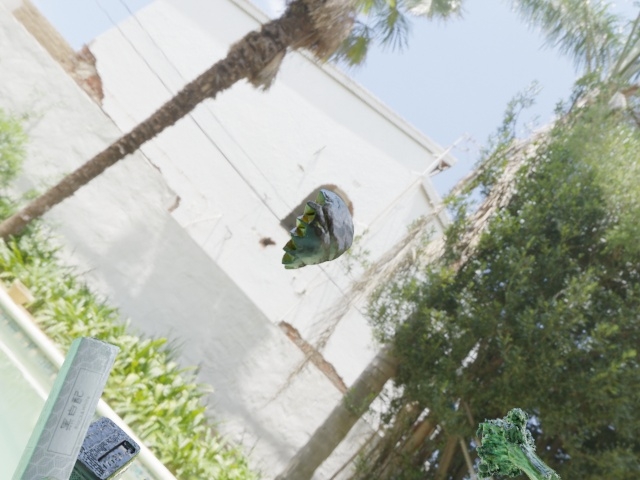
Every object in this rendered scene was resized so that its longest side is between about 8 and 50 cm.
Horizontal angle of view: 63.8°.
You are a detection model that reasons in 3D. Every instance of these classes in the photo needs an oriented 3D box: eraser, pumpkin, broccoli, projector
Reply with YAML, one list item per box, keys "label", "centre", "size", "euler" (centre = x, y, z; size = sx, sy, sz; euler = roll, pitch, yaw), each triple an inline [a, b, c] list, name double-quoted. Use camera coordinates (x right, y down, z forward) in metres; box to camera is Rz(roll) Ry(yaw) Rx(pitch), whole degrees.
- label: "eraser"
  centre: [-0.575, 0.419, 1.137]
  size: [0.096, 0.404, 0.098]
  euler: [31, -33, -30]
- label: "pumpkin"
  centre: [0.000, 0.000, 1.408]
  size: [0.149, 0.254, 0.130]
  euler: [27, 12, 12]
- label: "broccoli"
  centre: [0.593, 0.596, 1.494]
  size: [0.177, 0.198, 0.275]
  euler: [21, -17, -14]
- label: "projector"
  centre: [-0.886, 0.855, 1.792]
  size: [0.242, 0.405, 0.395]
  euler: [40, -4, 6]

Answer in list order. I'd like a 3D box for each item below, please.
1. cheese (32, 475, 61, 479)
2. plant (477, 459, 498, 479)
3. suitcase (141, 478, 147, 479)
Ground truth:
- label: "cheese"
  centre: [-0.441, 0.516, 0.896]
  size: [0.266, 0.127, 0.233]
  euler: [-10, -50, 48]
- label: "plant"
  centre: [0.609, 0.801, 1.828]
  size: [0.087, 0.085, 0.174]
  euler: [42, -42, 14]
- label: "suitcase"
  centre: [-0.561, 0.786, 1.580]
  size: [0.059, 0.086, 0.126]
  euler: [47, -43, 1]
